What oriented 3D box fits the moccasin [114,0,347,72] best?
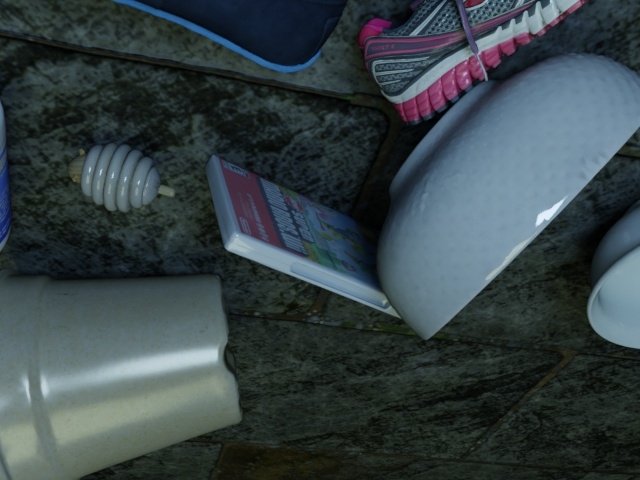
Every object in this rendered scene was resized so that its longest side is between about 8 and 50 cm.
[{"bbox_3d":[-0.124,-0.266,0.572,0.342,0.137,0.117,12,136,-38],"label":"moccasin"}]

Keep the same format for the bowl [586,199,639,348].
[{"bbox_3d":[0.494,0.018,0.910,0.298,0.134,0.298,-2,141,-1],"label":"bowl"}]

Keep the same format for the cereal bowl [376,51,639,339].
[{"bbox_3d":[0.175,-0.063,0.706,0.141,0.339,0.339,43,135,9],"label":"cereal bowl"}]

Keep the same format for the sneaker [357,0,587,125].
[{"bbox_3d":[0.166,-0.231,0.618,0.299,0.121,0.112,-35,100,24],"label":"sneaker"}]

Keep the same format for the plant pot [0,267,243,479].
[{"bbox_3d":[-0.277,0.180,0.972,0.305,0.333,0.334,-9,141,-7],"label":"plant pot"}]

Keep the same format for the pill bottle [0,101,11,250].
[{"bbox_3d":[-0.441,-0.053,0.779,0.152,0.152,0.272,10,138,-14],"label":"pill bottle"}]

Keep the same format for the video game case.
[{"bbox_3d":[0.000,0.000,0.825,0.285,0.204,0.025,23,111,-27],"label":"video game case"}]

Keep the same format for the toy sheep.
[{"bbox_3d":[-0.239,-0.074,0.815,0.132,0.091,0.091,10,140,-5],"label":"toy sheep"}]
